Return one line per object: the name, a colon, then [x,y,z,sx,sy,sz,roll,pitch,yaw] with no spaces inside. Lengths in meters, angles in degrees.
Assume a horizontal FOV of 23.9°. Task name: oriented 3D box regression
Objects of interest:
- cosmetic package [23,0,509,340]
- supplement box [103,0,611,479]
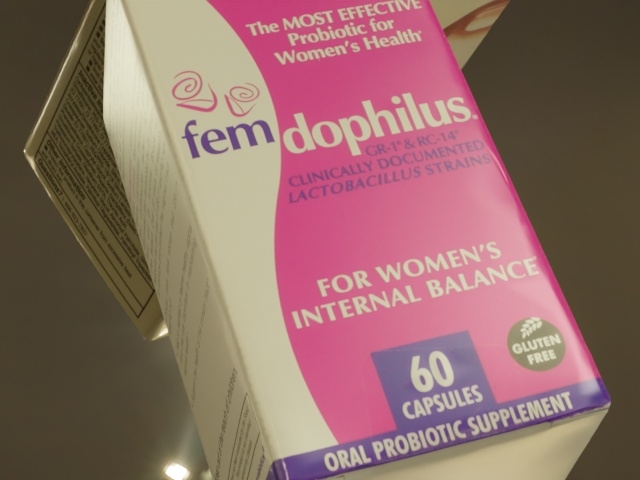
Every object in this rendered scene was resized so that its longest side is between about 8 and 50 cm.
cosmetic package: [-0.030,-0.099,0.796,0.153,0.129,0.296,56,-42,19]
supplement box: [0.000,0.000,0.545,0.111,0.220,0.114,-13,-30,-15]
